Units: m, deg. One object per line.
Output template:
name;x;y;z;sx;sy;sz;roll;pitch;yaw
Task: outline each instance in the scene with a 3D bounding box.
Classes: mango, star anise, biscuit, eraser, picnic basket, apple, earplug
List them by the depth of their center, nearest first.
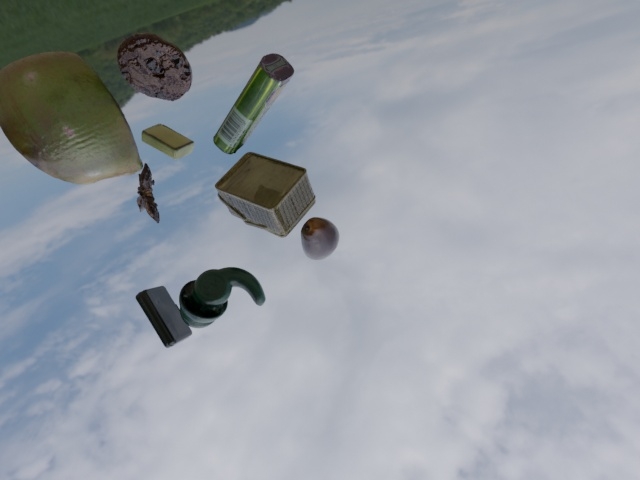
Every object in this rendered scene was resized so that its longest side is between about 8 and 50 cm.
apple;-0.467;-0.224;0.774;0.193;0.264;0.120;-38;-166;-37
biscuit;-0.435;-0.451;1.108;0.192;0.192;0.049;-8;-130;19
mango;0.000;0.000;1.448;0.133;0.267;0.111;-30;-111;-9
earplug;-0.364;0.205;1.473;0.280;0.258;0.163;-47;-127;33
star anise;-0.620;-0.159;1.489;0.054;0.212;0.157;-23;-165;-41
picnic basket;-0.204;-0.175;1.579;0.313;0.175;0.228;22;-119;29
eraser;-0.606;-0.393;1.673;0.172;0.058;0.117;29;-143;9

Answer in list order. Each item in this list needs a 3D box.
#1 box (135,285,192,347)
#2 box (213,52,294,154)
box;-0.580;0.280;1.567;0.050;0.230;0.160;-33;176;8
box;-0.222;-0.425;1.336;0.345;0.097;0.134;-40;-168;43
